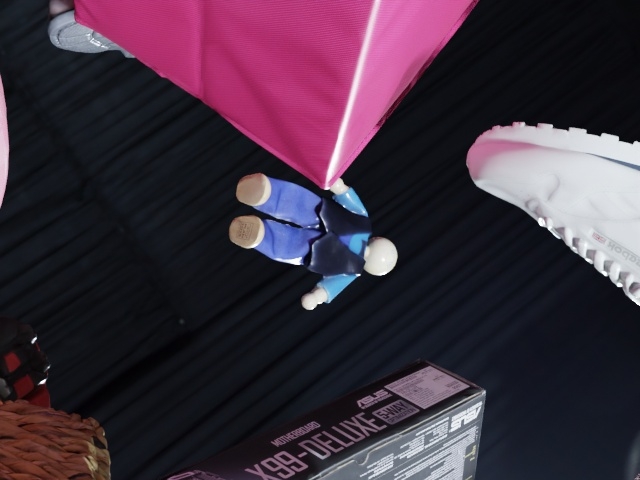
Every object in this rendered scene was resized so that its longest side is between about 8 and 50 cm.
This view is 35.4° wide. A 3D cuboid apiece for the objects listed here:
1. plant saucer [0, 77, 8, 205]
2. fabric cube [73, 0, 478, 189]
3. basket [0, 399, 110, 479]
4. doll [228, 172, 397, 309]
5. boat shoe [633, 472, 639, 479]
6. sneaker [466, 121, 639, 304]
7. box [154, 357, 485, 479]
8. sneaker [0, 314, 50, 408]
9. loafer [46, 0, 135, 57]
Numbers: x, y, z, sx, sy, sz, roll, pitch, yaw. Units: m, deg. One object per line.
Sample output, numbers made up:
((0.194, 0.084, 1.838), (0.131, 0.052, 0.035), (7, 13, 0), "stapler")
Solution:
((-0.320, -0.114, 0.576), (0.332, 0.084, 0.332), (11, -51, 14), "plant saucer")
((-0.013, -0.245, 0.699), (0.259, 0.254, 0.258), (34, -22, 7), "fabric cube")
((-0.269, 0.267, 0.658), (0.213, 0.299, 0.223), (15, 8, -18), "basket")
((0.000, 0.000, 0.928), (0.046, 0.129, 0.189), (0, -12, 46), "doll")
((0.349, 0.208, 0.925), (0.088, 0.267, 0.096), (19, -32, 52), "boat shoe")
((0.193, -0.010, 0.627), (0.235, 0.095, 0.090), (18, 3, 30), "sneaker")
((0.002, 0.257, 0.801), (0.076, 0.307, 0.243), (23, -61, 40), "box")
((-0.311, 0.215, 0.995), (0.097, 0.135, 0.276), (-32, 103, -64), "sneaker")
((-0.202, -0.245, 1.027), (0.302, 0.109, 0.095), (-27, 104, -77), "loafer")
